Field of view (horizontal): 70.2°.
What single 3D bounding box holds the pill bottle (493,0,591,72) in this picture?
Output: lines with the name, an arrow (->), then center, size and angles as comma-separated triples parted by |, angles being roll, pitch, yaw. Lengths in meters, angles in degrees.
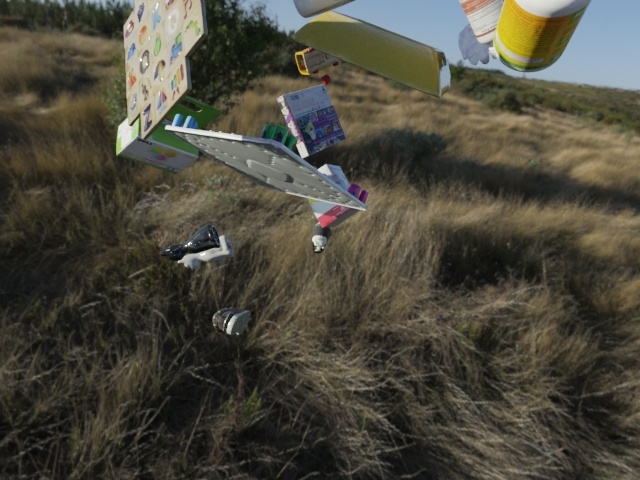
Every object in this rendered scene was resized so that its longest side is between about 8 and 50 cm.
pill bottle -> 0.391, -0.418, 0.788 | 0.136, 0.136, 0.246 | 17, -9, 14

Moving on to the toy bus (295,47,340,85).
toy bus -> -0.004, -0.762, 1.885 | 0.202, 0.191, 0.104 | 20, 9, -34

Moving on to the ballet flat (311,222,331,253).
ballet flat -> 0.000, 0.000, 1.677 | 0.074, 0.074, 0.203 | 11, -21, -3

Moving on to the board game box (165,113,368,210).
board game box -> -0.121, -0.193, 1.136 | 0.390, 0.050, 0.390 | 16, -7, 37

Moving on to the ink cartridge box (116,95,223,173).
ink cartridge box -> -0.416, -0.296, 1.253 | 0.255, 0.097, 0.188 | -20, -24, 41

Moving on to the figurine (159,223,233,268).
figurine -> -0.454, 0.038, 1.690 | 0.209, 0.092, 0.215 | -22, -20, 4

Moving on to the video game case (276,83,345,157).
video game case -> -0.024, -0.413, 1.557 | 0.041, 0.210, 0.232 | -14, 15, 42

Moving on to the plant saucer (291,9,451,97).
plant saucer -> 0.146, -0.431, 1.029 | 0.332, 0.081, 0.333 | 25, 26, 9

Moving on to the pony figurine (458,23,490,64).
pony figurine -> 0.551, -0.698, 1.375 | 0.363, 0.303, 0.351 | 15, 44, -34

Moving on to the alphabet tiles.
alphabet tiles -> -0.277, -0.362, 0.782 | 0.011, 0.343, 0.285 | 6, -22, -43

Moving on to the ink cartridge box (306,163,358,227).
ink cartridge box -> 0.035, -0.150, 1.534 | 0.176, 0.127, 0.128 | 60, 23, 8

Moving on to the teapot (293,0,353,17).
teapot -> 0.021, -0.727, 1.216 | 0.252, 0.187, 0.256 | -32, 25, -25

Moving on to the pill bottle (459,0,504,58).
pill bottle -> 0.428, -0.572, 1.128 | 0.121, 0.216, 0.121 | -31, 21, 13

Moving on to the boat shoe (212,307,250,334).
boat shoe -> -0.267, 0.240, 1.383 | 0.068, 0.081, 0.228 | 21, -9, 5
